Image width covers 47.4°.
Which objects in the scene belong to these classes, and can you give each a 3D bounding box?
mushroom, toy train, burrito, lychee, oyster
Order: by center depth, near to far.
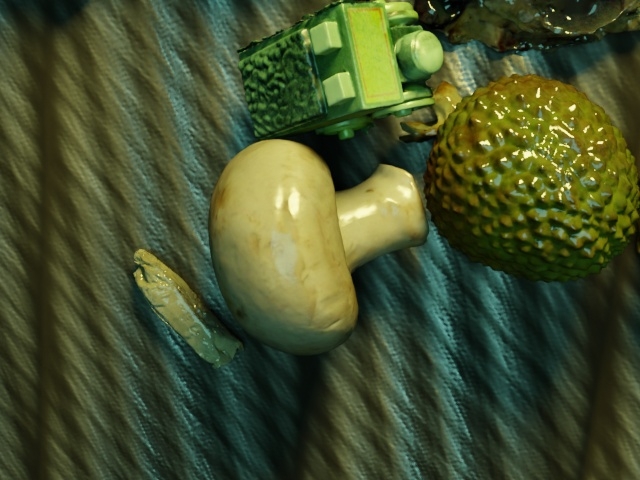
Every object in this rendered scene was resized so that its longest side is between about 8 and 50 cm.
[{"bbox_3d":[0.257,-0.083,0.939,0.269,0.320,0.270,-4,129,-4],"label":"lychee"},{"bbox_3d":[0.024,-0.215,0.952,0.271,0.188,0.159,-7,98,49],"label":"toy train"},{"bbox_3d":[0.309,-0.339,0.971,0.361,0.096,0.221,20,109,7],"label":"oyster"},{"bbox_3d":[0.000,0.000,0.978,0.290,0.297,0.298,-14,98,-1],"label":"mushroom"},{"bbox_3d":[-0.215,0.106,1.144,0.063,0.058,0.229,-44,93,15],"label":"burrito"}]

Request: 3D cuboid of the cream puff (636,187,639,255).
[{"bbox_3d":[0.520,-0.028,0.965,0.281,0.185,0.282,6,76,-25],"label":"cream puff"}]
